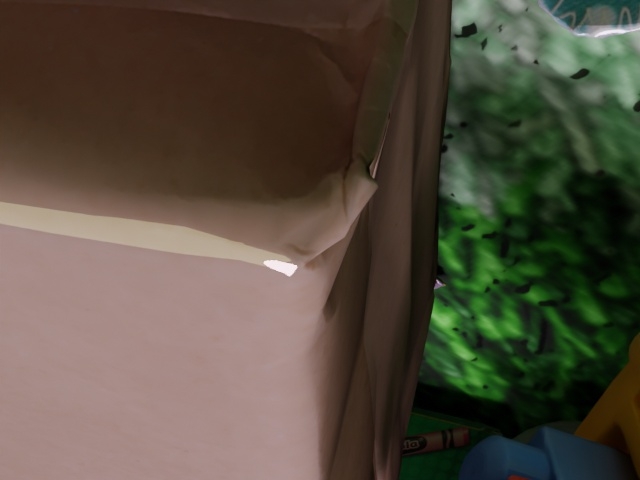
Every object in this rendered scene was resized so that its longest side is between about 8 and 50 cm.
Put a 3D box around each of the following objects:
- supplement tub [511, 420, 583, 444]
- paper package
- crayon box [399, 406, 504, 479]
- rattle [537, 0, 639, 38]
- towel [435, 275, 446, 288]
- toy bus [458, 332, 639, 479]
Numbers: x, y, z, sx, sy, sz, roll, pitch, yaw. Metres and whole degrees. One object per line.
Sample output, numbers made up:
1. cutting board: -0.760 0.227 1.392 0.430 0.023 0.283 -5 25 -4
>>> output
1. supplement tub: 0.134 0.151 0.737 0.106 0.106 0.198 2 147 37
2. paper package: -0.130 -0.019 0.502 0.325 0.168 0.309 10 151 8
3. crayon box: -0.043 0.126 0.839 0.278 0.081 0.165 12 152 22
4. rattle: 0.156 -0.055 0.367 0.199 0.130 0.143 47 145 10
5. towel: 0.000 0.000 0.664 0.083 0.009 0.060 36 152 -24
6. toy bus: 0.103 0.139 0.559 0.211 0.149 0.220 16 121 -20
